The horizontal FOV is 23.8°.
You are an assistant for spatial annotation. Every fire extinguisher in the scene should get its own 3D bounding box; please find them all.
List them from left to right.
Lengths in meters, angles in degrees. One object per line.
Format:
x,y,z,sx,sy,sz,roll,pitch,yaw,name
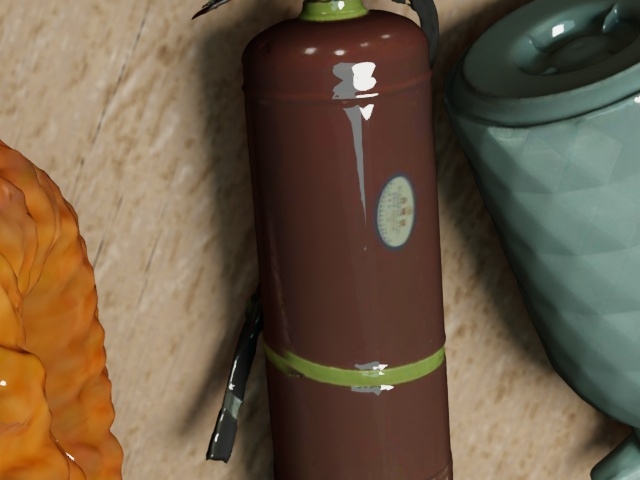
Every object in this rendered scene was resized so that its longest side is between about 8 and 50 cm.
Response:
0.000,0.000,0.770,0.141,0.105,0.341,-9,108,-12,fire extinguisher

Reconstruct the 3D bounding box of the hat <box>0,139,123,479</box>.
-0.289,0.107,0.654,0.400,0.285,0.285,-8,105,-7,hat

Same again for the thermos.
0.189,0.007,0.791,0.182,0.145,0.286,-22,119,9,thermos
